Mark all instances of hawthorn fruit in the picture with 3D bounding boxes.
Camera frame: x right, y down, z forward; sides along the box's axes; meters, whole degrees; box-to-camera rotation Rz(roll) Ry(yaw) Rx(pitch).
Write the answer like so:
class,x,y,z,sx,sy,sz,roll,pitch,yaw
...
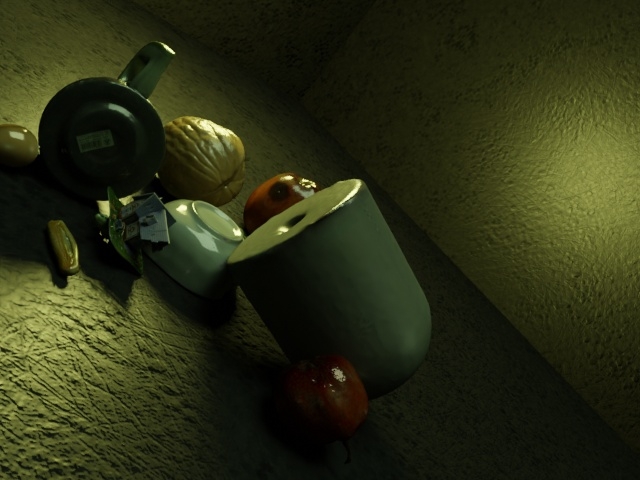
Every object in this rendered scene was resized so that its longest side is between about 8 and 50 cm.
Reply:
class,x,y,z,sx,sy,sz,roll,pitch,yaw
hawthorn fruit,0.009,0.294,1.220,0.194,0.157,0.157,62,19,5

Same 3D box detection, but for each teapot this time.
class,x,y,z,sx,sy,sz,roll,pitch,yaw
teapot,-0.444,-0.265,1.439,0.239,0.322,0.239,5,20,-23

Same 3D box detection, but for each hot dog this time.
class,x,y,z,sx,sy,sz,roll,pitch,yaw
hot dog,-0.432,0.013,1.188,0.044,0.028,0.137,-6,39,-32

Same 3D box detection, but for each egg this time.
class,x,y,z,sx,sy,sz,roll,pitch,yaw
egg,-0.574,-0.177,1.297,0.080,0.080,0.096,49,16,30

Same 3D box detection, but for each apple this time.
class,x,y,z,sx,sy,sz,roll,pitch,yaw
apple,-0.088,-0.079,1.906,0.230,0.230,0.230,36,16,-12

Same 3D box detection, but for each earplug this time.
class,x,y,z,sx,sy,sz,roll,pitch,yaw
earplug,0.045,0.119,1.393,0.394,0.312,0.312,58,12,-11

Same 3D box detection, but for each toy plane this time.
class,x,y,z,sx,sy,sz,roll,pitch,yaw
toy plane,-0.397,-0.019,1.325,0.102,0.040,0.111,46,-2,28

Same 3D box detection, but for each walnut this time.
class,x,y,z,sx,sy,sz,roll,pitch,yaw
walnut,-0.300,-0.197,1.753,0.225,0.225,0.261,20,20,-51

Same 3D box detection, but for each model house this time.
class,x,y,z,sx,sy,sz,roll,pitch,yaw
model house,-0.333,-0.035,1.327,0.167,0.088,0.117,-109,173,-47

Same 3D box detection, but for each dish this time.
class,x,y,z,sx,sy,sz,roll,pitch,yaw
dish,-0.249,0.001,1.485,0.256,0.117,0.256,35,16,-12

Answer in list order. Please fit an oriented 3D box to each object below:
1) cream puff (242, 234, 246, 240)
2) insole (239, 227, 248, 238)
class,x,y,z,sx,sy,sz,roll,pitch,yaw
cream puff,-0.212,0.003,1.670,0.083,0.058,0.083,24,20,-40
insole,-0.180,0.013,1.824,0.053,0.002,0.153,18,26,-52
